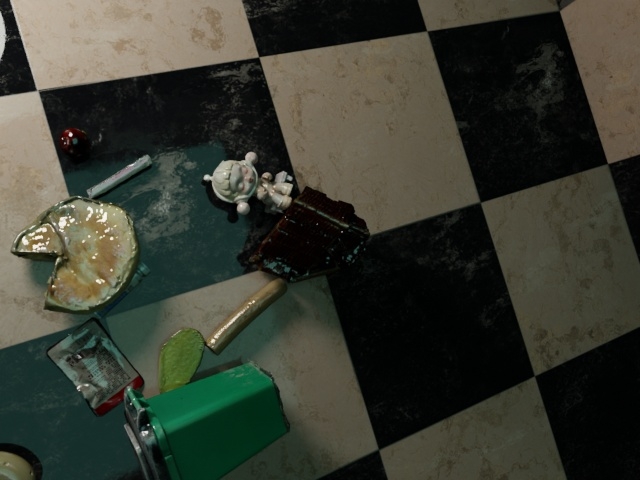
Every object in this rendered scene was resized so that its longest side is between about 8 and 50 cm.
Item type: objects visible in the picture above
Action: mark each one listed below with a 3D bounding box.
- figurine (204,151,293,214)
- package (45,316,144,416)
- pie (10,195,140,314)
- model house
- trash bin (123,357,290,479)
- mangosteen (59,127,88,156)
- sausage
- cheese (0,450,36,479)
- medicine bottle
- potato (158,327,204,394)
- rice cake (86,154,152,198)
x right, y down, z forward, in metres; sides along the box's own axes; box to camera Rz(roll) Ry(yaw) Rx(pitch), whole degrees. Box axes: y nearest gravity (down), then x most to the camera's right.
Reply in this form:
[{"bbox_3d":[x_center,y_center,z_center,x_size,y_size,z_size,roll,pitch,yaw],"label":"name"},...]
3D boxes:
[{"bbox_3d":[-0.218,-0.175,1.641,0.257,0.144,0.181,19,97,-19],"label":"figurine"},{"bbox_3d":[-0.612,0.348,1.477,0.154,0.030,0.239,-38,96,-21],"label":"package"},{"bbox_3d":[-0.642,0.034,1.460,0.338,0.075,0.337,6,70,-16],"label":"pie"},{"bbox_3d":[0.000,0.000,1.593,0.317,0.282,0.297,28,67,-12],"label":"model house"},{"bbox_3d":[-0.307,0.480,1.445,0.381,0.259,0.295,-21,106,-28],"label":"trash bin"},{"bbox_3d":[-0.684,-0.272,1.509,0.081,0.081,0.080,3,82,-20],"label":"mangosteen"},{"bbox_3d":[-0.219,0.222,1.620,0.301,0.066,0.066,-43,98,-21],"label":"sausage"},{"bbox_3d":[-0.818,0.611,1.338,0.203,0.091,0.175,30,74,-12],"label":"cheese"},{"bbox_3d":[-0.561,0.137,1.512,0.051,0.051,0.191,47,71,-9],"label":"medicine bottle"},{"bbox_3d":[-0.405,0.342,1.543,0.119,0.054,0.197,18,83,-22],"label":"potato"},{"bbox_3d":[-0.579,-0.183,1.557,0.208,0.033,0.033,-37,106,-19],"label":"rice cake"}]
